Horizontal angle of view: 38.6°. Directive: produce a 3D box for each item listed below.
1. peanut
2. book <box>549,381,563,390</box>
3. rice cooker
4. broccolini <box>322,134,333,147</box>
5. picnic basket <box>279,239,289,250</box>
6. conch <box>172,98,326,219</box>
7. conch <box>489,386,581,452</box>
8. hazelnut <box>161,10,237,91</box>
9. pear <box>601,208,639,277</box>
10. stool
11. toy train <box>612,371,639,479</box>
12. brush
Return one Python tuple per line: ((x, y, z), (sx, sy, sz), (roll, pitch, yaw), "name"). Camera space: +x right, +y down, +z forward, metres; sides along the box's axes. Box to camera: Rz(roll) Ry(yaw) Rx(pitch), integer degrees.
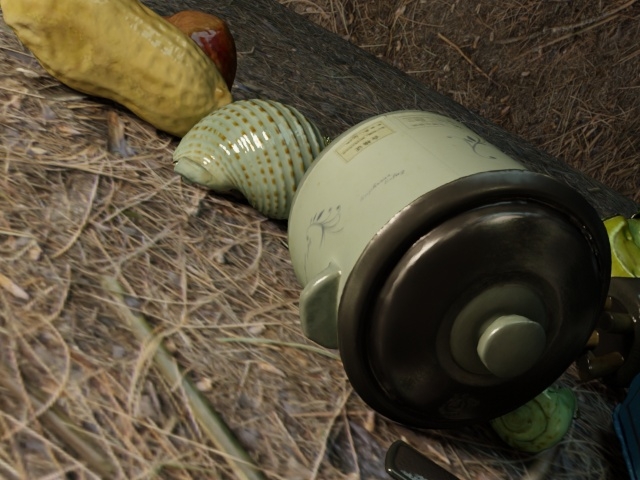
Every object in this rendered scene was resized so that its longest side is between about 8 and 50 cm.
((-0.249, -0.233, 1.134), (0.319, 0.147, 0.147), (32, 16, -30), "peanut")
((0.207, 0.148, 1.084), (0.198, 0.016, 0.138), (35, 19, 7), "book")
((0.117, 0.025, 0.868), (0.316, 0.264, 0.317), (-2, 29, 1), "rice cooker")
((0.010, -0.080, 1.328), (0.067, 0.058, 0.216), (-11, 35, -3), "broccolini")
((0.000, 0.000, 1.059), (0.083, 0.065, 0.083), (41, 11, -30), "picnic basket")
((-0.074, -0.110, 1.111), (0.200, 0.131, 0.172), (19, 23, -36), "conch")
((0.220, 0.166, 0.959), (0.106, 0.079, 0.170), (50, 18, 21), "conch")
((-0.186, -0.260, 1.328), (0.143, 0.143, 0.154), (16, 8, -41), "hazelnut")
((0.513, 0.093, 1.436), (0.238, 0.164, 0.255), (-9, 47, -27), "pear")
((0.400, 0.133, 1.278), (0.139, 0.228, 0.153), (1, 73, -22), "stool")
((0.456, 0.195, 0.971), (0.188, 0.265, 0.300), (42, 17, 0), "toy train")
((0.139, 0.228, 0.762), (0.193, 0.016, 0.063), (33, 19, 5), "brush")
